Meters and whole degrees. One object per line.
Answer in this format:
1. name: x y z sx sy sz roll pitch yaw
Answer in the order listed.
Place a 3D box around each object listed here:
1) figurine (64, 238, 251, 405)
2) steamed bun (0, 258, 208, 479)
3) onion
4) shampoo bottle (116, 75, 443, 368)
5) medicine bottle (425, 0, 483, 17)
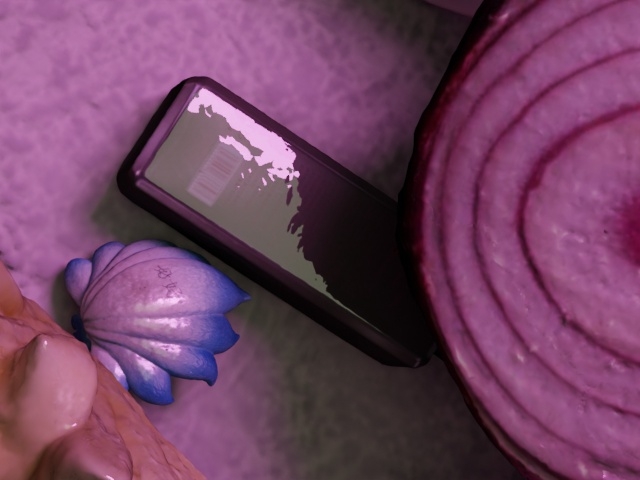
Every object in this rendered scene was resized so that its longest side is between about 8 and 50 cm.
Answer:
1. figurine: -0.093 0.043 1.088 0.114 0.079 0.114 6 50 -8
2. steamed bun: -0.161 0.114 0.961 0.189 0.247 0.428 -43 93 11
3. onion: 0.194 -0.024 1.015 0.282 0.260 0.337 10 98 13
4. shampoo bottle: 0.000 0.000 1.107 0.246 0.079 0.080 34 81 -10
5. medicine bottle: 0.123 -0.291 1.110 0.170 0.170 0.293 27 80 -11
